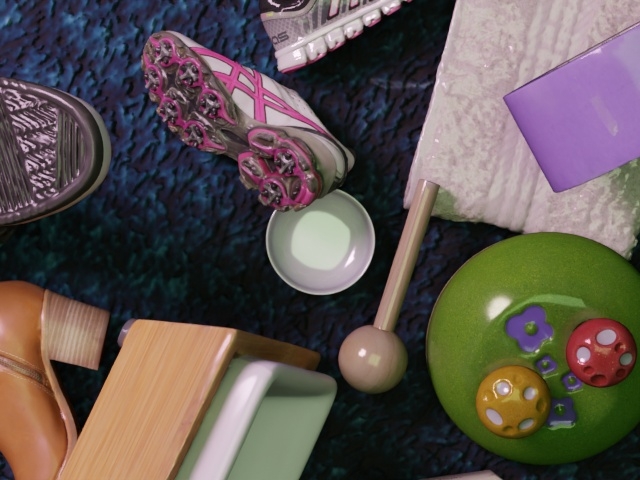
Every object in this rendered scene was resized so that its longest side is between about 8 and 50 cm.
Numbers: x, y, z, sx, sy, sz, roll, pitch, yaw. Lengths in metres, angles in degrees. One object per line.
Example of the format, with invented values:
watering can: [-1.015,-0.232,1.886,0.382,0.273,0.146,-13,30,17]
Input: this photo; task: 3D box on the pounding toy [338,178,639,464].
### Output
pounding toy: [0.147,0.082,1.442,0.237,0.110,0.183,23,102,-4]

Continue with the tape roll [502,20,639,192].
tape roll: [0.229,-0.112,1.377,0.189,0.189,0.080,-29,93,-1]

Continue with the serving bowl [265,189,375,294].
serving bowl: [0.000,0.000,1.500,0.083,0.027,0.083,0,90,0]

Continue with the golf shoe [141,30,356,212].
golf shoe: [-0.057,-0.096,1.487,0.186,0.086,0.067,42,129,14]

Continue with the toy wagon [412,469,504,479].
toy wagon: [0.096,0.353,1.478,0.267,0.068,0.344,-7,93,-3]

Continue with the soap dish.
soap dish: [-0.111,0.193,1.409,0.118,0.229,0.291,26,90,16]

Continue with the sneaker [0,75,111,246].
sneaker: [-0.243,-0.051,1.419,0.296,0.178,0.123,-4,90,28]

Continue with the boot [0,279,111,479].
boot: [-0.251,0.126,1.476,0.152,0.073,0.197,12,78,-2]

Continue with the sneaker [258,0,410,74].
sneaker: [0.025,-0.198,1.482,0.170,0.063,0.075,-33,97,4]

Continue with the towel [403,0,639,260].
towel: [0.187,-0.136,1.493,0.187,0.049,0.282,15,90,0]
